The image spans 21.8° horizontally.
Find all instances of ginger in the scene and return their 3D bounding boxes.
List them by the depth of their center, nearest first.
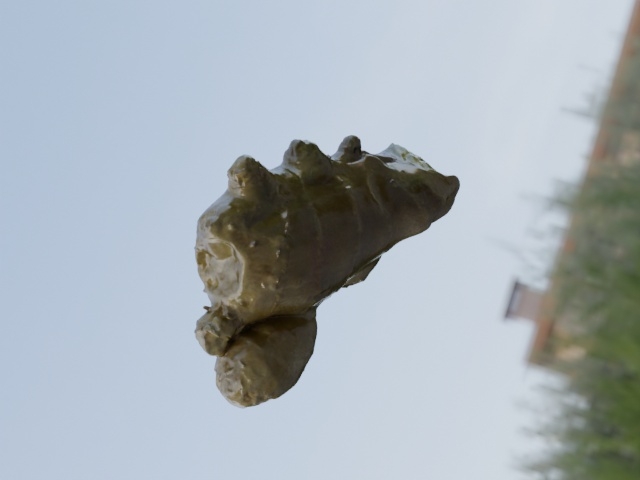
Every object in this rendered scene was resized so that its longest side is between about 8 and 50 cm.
[{"bbox_3d":[-0.010,-0.006,0.944,0.205,0.115,0.081,-48,9,-35],"label":"ginger"}]
